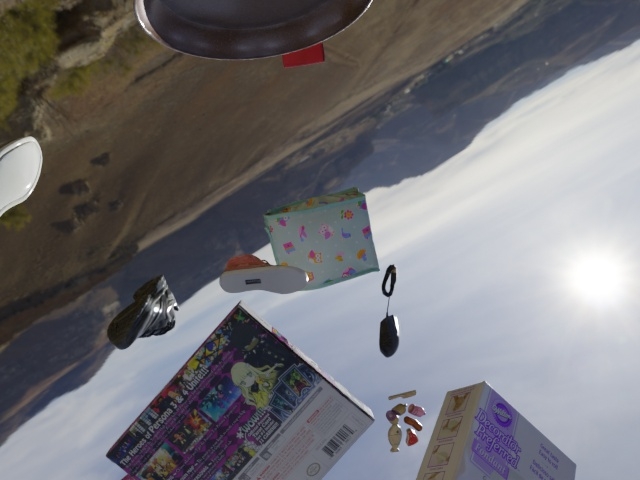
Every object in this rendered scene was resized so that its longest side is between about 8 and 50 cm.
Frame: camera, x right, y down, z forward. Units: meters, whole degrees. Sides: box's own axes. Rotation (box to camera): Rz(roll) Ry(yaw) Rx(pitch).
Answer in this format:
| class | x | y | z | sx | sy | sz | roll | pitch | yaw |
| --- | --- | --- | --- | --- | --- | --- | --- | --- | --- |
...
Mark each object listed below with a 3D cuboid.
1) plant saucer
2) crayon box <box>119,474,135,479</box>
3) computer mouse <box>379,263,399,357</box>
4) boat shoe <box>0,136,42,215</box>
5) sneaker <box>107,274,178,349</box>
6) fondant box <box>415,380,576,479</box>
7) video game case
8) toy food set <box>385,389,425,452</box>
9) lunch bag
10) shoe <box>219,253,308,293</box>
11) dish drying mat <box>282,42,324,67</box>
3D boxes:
| class | x | y | z | sx | sy | sz | roll | pitch | yaw |
| --- | --- | --- | --- | --- | --- | --- | --- | --- | --- |
| plant saucer | -0.083 | -0.323 | 0.677 | 0.311 | 0.050 | 0.310 | -9 | 178 | 0 |
| crayon box | -0.335 | 0.733 | 1.184 | 0.106 | 0.363 | 0.313 | -35 | 152 | -46 |
| computer mouse | 0.185 | 0.181 | 1.329 | 0.041 | 0.242 | 0.071 | 5 | -173 | 38 |
| boat shoe | -0.501 | -0.065 | 0.763 | 0.079 | 0.095 | 0.254 | 3 | -129 | 10 |
| sneaker | -0.425 | 0.194 | 1.307 | 0.109 | 0.130 | 0.286 | -28 | -163 | 16 |
| fondant box | 0.268 | 0.430 | 0.823 | 0.096 | 0.238 | 0.330 | -41 | -170 | 46 |
| video game case | -0.091 | 0.223 | 0.608 | 0.232 | 0.210 | 0.042 | -49 | -174 | 2 |
| toy food set | 0.165 | 0.348 | 0.991 | 0.078 | 0.122 | 0.019 | -12 | -163 | -8 |
| lunch bag | 0.000 | 0.000 | 1.351 | 0.262 | 0.223 | 0.160 | -15 | -163 | -3 |
| shoe | -0.113 | 0.063 | 1.064 | 0.178 | 0.063 | 0.081 | -3 | -150 | 4 |
| dish drying mat | -0.030 | -0.315 | 0.887 | 0.083 | 0.032 | 0.008 | 3 | -163 | 32 |
